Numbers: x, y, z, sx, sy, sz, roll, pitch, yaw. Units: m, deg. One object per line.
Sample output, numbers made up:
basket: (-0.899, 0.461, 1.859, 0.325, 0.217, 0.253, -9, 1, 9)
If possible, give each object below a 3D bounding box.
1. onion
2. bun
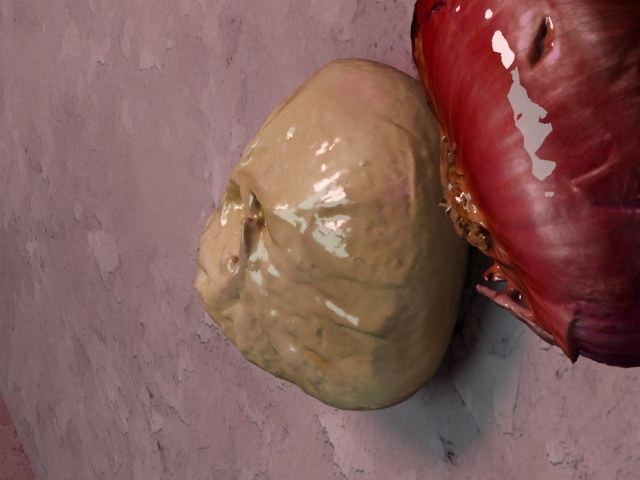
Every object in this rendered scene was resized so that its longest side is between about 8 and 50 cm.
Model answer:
onion: (0.218, -0.084, 1.013, 0.347, 0.285, 0.347, -21, -90, -83)
bun: (0.000, 0.000, 1.388, 0.361, 0.213, 0.361, 19, 112, 57)
